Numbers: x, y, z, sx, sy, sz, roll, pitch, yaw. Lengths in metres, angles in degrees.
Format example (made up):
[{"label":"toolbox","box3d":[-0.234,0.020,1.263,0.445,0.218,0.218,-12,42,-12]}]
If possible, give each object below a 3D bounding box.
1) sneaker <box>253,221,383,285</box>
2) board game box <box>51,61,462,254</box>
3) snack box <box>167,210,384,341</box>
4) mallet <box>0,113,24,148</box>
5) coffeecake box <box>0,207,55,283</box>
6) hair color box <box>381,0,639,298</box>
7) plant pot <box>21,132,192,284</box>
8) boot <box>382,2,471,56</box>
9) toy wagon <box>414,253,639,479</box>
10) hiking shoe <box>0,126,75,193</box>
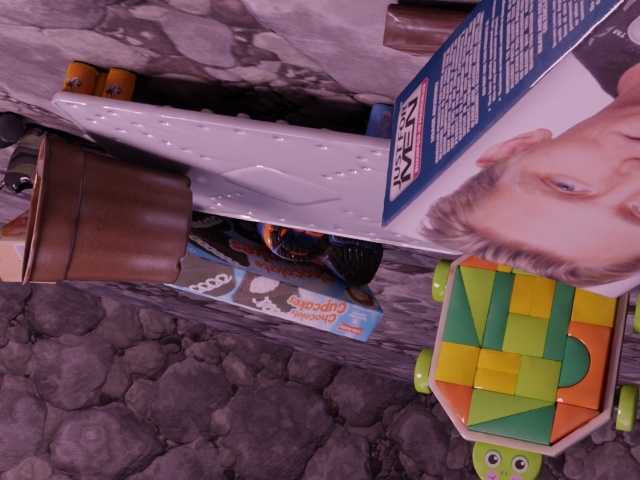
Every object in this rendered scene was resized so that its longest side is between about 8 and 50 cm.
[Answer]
[{"label":"sneaker","box3d":[0.000,0.000,1.506,0.221,0.083,0.087,24,180,-37]},{"label":"board game box","box3d":[-0.040,-0.081,1.191,0.390,0.050,0.390,9,168,13]},{"label":"snack box","box3d":[-0.081,0.033,1.519,0.322,0.060,0.187,18,-157,-28]},{"label":"mallet","box3d":[-0.444,-0.160,1.282,0.190,0.039,0.062,25,163,-35]},{"label":"coffeecake box","box3d":[-0.343,-0.021,1.464,0.142,0.185,0.068,-1,122,46]},{"label":"hair color box","box3d":[0.184,-0.094,0.546,0.174,0.105,0.347,16,151,-16]},{"label":"plant pot","box3d":[-0.234,-0.023,1.188,0.165,0.167,0.167,8,170,-17]},{"label":"boot","box3d":[0.108,-0.139,0.793,0.114,0.037,0.106,3,152,25]},{"label":"toy wagon","box3d":[0.249,0.160,1.303,0.267,0.344,0.068,8,166,20]},{"label":"hiking shoe","box3d":[-0.296,-0.046,1.361,0.227,0.114,0.086,30,173,1]}]
